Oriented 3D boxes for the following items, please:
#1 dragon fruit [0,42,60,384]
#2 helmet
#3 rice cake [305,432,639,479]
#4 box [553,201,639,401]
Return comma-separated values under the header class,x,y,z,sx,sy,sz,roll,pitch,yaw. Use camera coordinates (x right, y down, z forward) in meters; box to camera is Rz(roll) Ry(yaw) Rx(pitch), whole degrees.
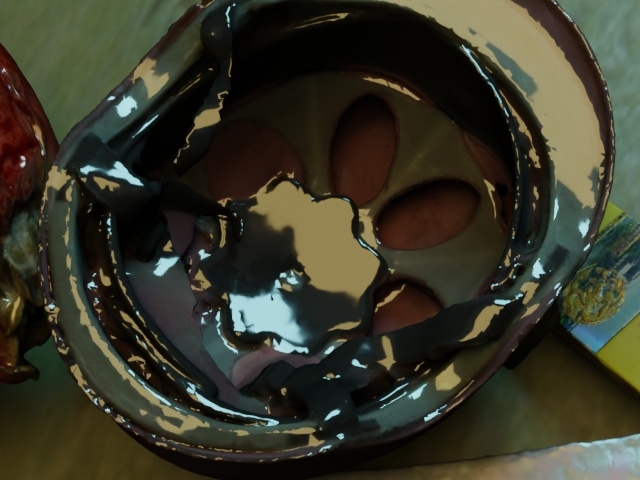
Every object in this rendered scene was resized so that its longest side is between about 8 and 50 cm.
class,x,y,z,sx,sy,sz,roll,pitch,yaw
dragon fruit,-0.307,-0.040,0.842,0.343,0.277,0.277,8,70,15
helmet,0.000,0.000,0.822,0.271,0.197,0.338,43,71,11
rice cake,0.092,0.178,0.816,0.298,0.050,0.106,-9,67,5
box,0.174,0.026,0.854,0.087,0.023,0.155,-39,50,-11
